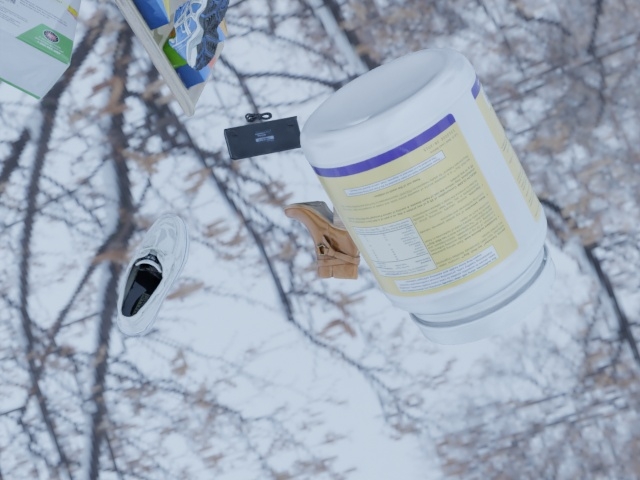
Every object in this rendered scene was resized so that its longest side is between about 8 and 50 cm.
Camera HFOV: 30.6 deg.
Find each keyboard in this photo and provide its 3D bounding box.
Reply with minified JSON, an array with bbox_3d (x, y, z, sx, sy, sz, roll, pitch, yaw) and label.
[{"bbox_3d":[-0.136,-0.252,2.754,0.023,0.180,0.108,134,123,-72],"label":"keyboard"}]

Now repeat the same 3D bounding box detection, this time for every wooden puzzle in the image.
[{"bbox_3d":[-0.285,-0.457,2.303,0.322,0.081,0.348,59,-158,-29],"label":"wooden puzzle"}]

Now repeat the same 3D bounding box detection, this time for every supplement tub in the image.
[{"bbox_3d":[0.148,-0.055,1.525,0.331,0.241,0.241,60,-155,-22],"label":"supplement tub"}]

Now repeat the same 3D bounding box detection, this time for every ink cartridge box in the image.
[{"bbox_3d":[-0.557,-0.424,2.145,0.201,0.117,0.278,27,-139,-29],"label":"ink cartridge box"}]

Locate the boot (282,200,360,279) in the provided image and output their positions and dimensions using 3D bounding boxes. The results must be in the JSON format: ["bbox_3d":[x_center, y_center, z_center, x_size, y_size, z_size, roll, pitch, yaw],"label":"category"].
[{"bbox_3d":[0.000,0.000,2.330,0.073,0.197,0.152,-9,-79,-45],"label":"boot"}]

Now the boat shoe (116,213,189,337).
[{"bbox_3d":[-0.326,0.054,2.253,0.088,0.096,0.267,94,-162,-62],"label":"boat shoe"}]

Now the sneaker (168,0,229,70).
[{"bbox_3d":[-0.218,-0.401,2.065,0.081,0.211,0.080,35,-141,15],"label":"sneaker"}]
